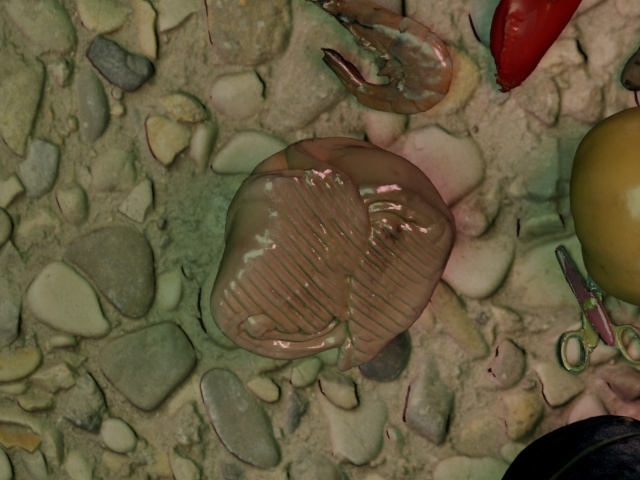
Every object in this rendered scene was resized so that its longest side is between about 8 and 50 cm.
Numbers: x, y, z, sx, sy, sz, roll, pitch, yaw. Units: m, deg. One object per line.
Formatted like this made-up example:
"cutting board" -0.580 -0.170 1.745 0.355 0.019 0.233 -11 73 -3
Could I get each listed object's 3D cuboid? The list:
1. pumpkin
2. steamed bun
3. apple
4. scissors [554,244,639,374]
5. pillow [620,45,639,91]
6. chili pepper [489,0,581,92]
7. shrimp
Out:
"pumpkin" 0.383 0.404 1.495 0.363 0.266 0.363 55 160 32
"steamed bun" 0.010 0.002 1.655 0.310 0.219 0.324 12 115 -16
"apple" 0.428 -0.045 1.441 0.262 0.262 0.262 5 103 25
"scissors" 0.374 0.091 1.614 0.134 0.020 0.187 -12 96 31
"pillow" 0.477 -0.274 1.469 0.093 0.051 0.241 31 120 0
"chili pepper" 0.312 -0.362 1.510 0.110 0.110 0.387 34 118 16
"shrimp" 0.071 -0.266 1.669 0.254 0.059 0.145 24 120 14
